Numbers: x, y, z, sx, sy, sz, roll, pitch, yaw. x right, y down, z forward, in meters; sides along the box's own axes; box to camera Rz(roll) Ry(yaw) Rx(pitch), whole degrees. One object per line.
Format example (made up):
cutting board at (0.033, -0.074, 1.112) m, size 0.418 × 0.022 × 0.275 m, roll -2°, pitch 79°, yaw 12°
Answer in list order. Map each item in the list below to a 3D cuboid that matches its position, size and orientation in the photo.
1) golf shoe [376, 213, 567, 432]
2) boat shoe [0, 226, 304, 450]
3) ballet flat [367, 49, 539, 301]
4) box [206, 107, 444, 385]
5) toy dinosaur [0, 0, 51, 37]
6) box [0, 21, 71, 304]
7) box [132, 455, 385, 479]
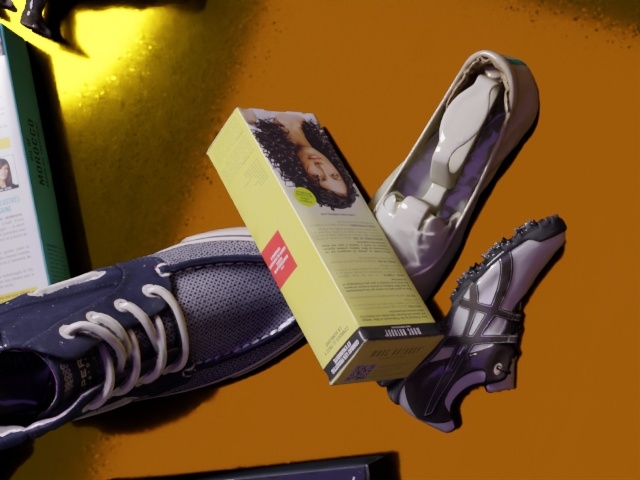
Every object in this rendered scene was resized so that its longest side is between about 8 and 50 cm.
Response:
golf shoe at (0.135, 0.066, 1.075) m, size 0.094 × 0.077 × 0.198 m, roll 45°, pitch 104°, yaw 8°
boat shoe at (-0.149, 0.084, 1.046) m, size 0.341 × 0.158 × 0.127 m, roll -18°, pitch 101°, yaw -4°
ballet flat at (0.089, -0.043, 1.086) m, size 0.086 × 0.086 × 0.248 m, roll 30°, pitch 90°, yaw 12°
box at (0.000, 0.000, 1.056) m, size 0.058 × 0.087 × 0.232 m, roll -51°, pitch 56°, yaw 35°
toy dinosaur at (-0.268, -0.279, 1.169) m, size 0.314 × 0.121 × 0.160 m, roll 24°, pitch 88°, yaw 31°
box at (-0.286, -0.053, 1.164) m, size 0.101 × 0.060 × 0.244 m, roll -13°, pitch 82°, yaw 8°
box at (-0.073, 0.274, 1.072) m, size 0.261 × 0.103 × 0.184 m, roll -7°, pitch 87°, yaw 10°
